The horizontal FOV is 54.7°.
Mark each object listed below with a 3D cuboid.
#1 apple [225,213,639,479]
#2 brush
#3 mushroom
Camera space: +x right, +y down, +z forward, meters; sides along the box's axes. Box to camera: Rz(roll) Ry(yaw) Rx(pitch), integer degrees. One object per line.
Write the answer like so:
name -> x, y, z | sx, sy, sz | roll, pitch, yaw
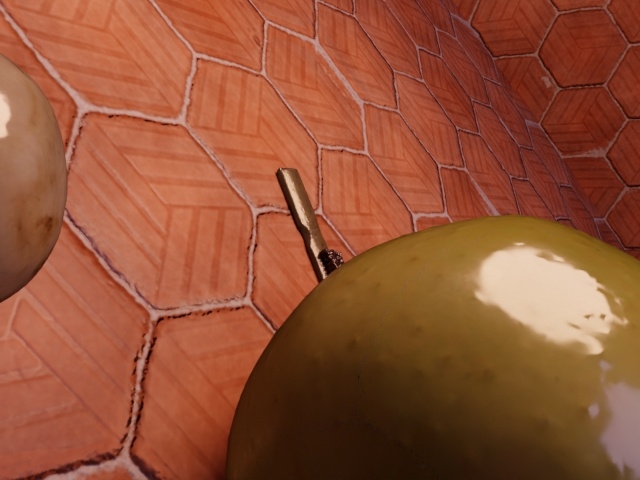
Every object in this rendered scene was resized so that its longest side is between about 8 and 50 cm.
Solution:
apple -> 0.153, 0.192, 0.576 | 0.473, 0.473, 0.474 | 31, 42, -34
brush -> 0.000, 0.000, 0.894 | 0.043, 0.036, 0.248 | 1, 63, -56
mushroom -> -0.300, -0.050, 0.447 | 0.215, 0.207, 0.208 | 9, 51, -10
